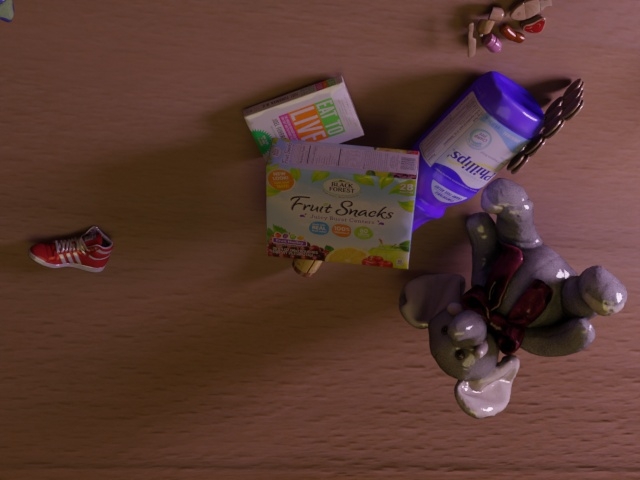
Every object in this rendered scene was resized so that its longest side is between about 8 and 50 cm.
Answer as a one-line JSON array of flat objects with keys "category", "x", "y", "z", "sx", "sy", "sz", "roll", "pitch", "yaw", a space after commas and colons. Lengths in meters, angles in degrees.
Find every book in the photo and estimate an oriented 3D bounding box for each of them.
[{"category": "book", "x": -0.023, "y": -0.167, "z": 1.680, "sx": 0.144, "sy": 0.035, "sz": 0.096, "roll": -19, "pitch": 134, "yaw": 7}]

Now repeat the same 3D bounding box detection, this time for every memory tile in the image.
[{"category": "memory tile", "x": 0.321, "y": -0.162, "z": 1.722, "sx": 0.012, "sy": 0.113, "sz": 0.148, "roll": 40, "pitch": 118, "yaw": -9}]

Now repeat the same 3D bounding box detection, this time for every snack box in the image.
[{"category": "snack box", "x": 0.029, "y": -0.051, "z": 1.701, "sx": 0.207, "sy": 0.070, "sz": 0.174, "roll": 5, "pitch": 133, "yaw": 3}]

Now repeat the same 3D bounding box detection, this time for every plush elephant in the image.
[{"category": "plush elephant", "x": 0.265, "y": 0.111, "z": 1.859, "sx": 0.255, "sy": 0.272, "sz": 0.330, "roll": -37, "pitch": 162, "yaw": -13}]

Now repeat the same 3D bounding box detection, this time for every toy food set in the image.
[{"category": "toy food set", "x": 0.253, "y": -0.290, "z": 1.642, "sx": 0.122, "sy": 0.019, "sz": 0.078, "roll": -16, "pitch": 136, "yaw": -10}]

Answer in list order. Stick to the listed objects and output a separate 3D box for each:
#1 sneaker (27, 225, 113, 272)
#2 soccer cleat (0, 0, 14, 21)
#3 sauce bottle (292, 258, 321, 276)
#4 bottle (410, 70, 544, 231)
[{"category": "sneaker", "x": -0.357, "y": 0.009, "z": 1.748, "sx": 0.118, "sy": 0.042, "sz": 0.067, "roll": 9, "pitch": 135, "yaw": -33}, {"category": "soccer cleat", "x": -0.500, "y": -0.259, "z": 1.416, "sx": 0.289, "sy": 0.093, "sz": 0.121, "roll": -15, "pitch": 142, "yaw": 0}, {"category": "sauce bottle", "x": 0.000, "y": 0.000, "z": 1.838, "sx": 0.042, "sy": 0.042, "sz": 0.128, "roll": 14, "pitch": 128, "yaw": -27}, {"category": "bottle", "x": 0.189, "y": -0.113, "z": 1.742, "sx": 0.118, "sy": 0.092, "sz": 0.283, "roll": 27, "pitch": 122, "yaw": -32}]
